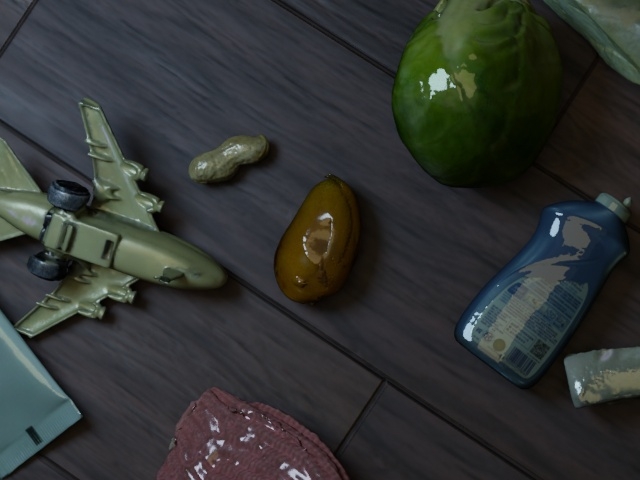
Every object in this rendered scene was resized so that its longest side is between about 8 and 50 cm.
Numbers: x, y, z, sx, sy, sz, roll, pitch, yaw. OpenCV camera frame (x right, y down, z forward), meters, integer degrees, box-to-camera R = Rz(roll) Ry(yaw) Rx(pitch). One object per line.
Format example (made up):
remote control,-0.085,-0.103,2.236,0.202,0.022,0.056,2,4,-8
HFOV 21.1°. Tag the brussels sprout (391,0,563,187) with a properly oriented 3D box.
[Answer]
brussels sprout,0.143,-0.140,1.589,0.162,0.144,0.180,-7,86,-10

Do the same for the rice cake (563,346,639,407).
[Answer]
rice cake,0.355,0.119,1.587,0.256,0.052,0.057,-8,50,6

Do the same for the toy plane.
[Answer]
toy plane,-0.213,-0.004,1.648,0.256,0.104,0.242,22,103,14

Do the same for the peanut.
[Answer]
peanut,-0.089,-0.080,1.666,0.083,0.037,0.037,-26,83,6

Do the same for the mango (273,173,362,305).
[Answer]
mango,0.000,0.000,1.636,0.077,0.063,0.127,21,88,15

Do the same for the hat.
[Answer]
hat,-0.040,0.281,1.591,0.286,0.107,0.236,16,87,31

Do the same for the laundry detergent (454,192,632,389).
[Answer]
laundry detergent,0.218,0.035,1.608,0.097,0.061,0.206,38,90,10

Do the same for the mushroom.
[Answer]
mushroom,0.321,-0.193,1.606,0.333,0.087,0.107,22,84,11

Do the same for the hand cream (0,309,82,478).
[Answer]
hand cream,-0.365,0.074,1.674,0.109,0.067,0.320,-38,85,15
